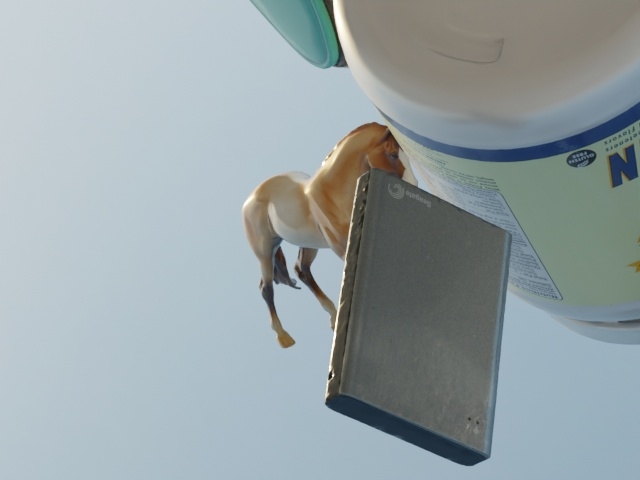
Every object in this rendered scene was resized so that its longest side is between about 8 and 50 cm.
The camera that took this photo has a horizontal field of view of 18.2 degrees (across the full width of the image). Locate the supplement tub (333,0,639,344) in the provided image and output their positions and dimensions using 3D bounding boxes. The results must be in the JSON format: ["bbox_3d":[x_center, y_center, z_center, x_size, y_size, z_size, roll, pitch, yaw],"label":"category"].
[{"bbox_3d":[0.168,-0.092,1.255,0.235,0.325,0.235,-12,-122,19],"label":"supplement tub"}]

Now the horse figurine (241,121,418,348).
[{"bbox_3d":[0.000,0.000,1.608,0.066,0.174,0.263,-22,-170,-29],"label":"horse figurine"}]

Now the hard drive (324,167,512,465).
[{"bbox_3d":[0.052,0.039,1.034,0.022,0.094,0.135,-34,-141,48],"label":"hard drive"}]

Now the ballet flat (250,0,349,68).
[{"bbox_3d":[-0.064,-0.309,1.417,0.139,0.400,0.139,-39,179,-1],"label":"ballet flat"}]
